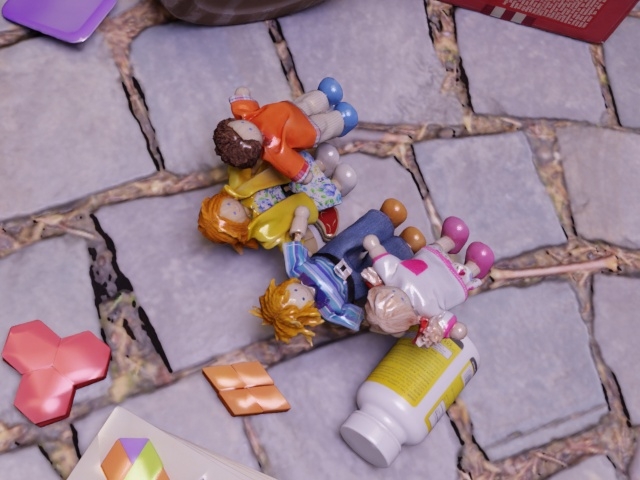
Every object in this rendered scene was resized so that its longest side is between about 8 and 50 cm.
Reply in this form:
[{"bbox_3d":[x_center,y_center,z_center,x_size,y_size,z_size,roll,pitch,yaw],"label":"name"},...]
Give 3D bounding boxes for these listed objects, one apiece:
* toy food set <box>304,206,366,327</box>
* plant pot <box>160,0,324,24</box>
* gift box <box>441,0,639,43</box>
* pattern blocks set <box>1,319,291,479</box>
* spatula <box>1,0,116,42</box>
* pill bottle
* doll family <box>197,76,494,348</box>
[{"bbox_3d":[0.012,0.018,0.731,0.078,0.019,0.122,-14,63,-19],"label":"toy food set"},{"bbox_3d":[-0.079,-0.353,0.738,0.323,0.323,0.280,-12,87,-18],"label":"plant pot"},{"bbox_3d":[0.219,-0.389,0.826,0.276,0.255,0.258,17,66,-9],"label":"gift box"},{"bbox_3d":[-0.109,0.213,0.612,0.325,0.026,0.285,17,64,-6],"label":"pattern blocks set"},{"bbox_3d":[-0.322,-0.265,0.770,0.297,0.030,0.084,28,63,1],"label":"spatula"},{"bbox_3d":[0.069,0.120,0.672,0.065,0.065,0.116,41,64,7],"label":"pill bottle"},{"bbox_3d":[0.000,0.000,0.670,0.263,0.118,0.163,48,45,13],"label":"doll family"}]
